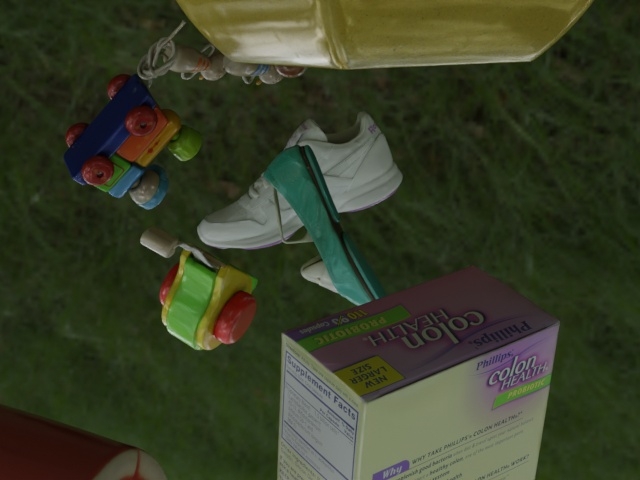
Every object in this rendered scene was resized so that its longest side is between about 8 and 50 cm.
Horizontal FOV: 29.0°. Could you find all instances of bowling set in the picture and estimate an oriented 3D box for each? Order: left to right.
[{"bbox_3d":[-0.072,-0.292,1.809,0.287,0.200,0.154,-46,157,23],"label":"bowling set"}]

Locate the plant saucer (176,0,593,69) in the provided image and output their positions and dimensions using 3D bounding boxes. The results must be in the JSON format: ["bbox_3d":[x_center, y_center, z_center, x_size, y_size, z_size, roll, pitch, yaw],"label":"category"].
[{"bbox_3d":[0.060,-0.224,1.284,0.332,0.081,0.333,-6,-168,-30],"label":"plant saucer"}]

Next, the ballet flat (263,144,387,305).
[{"bbox_3d":[0.000,0.000,1.586,0.087,0.247,0.083,-27,179,11],"label":"ballet flat"}]

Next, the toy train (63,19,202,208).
[{"bbox_3d":[-0.208,-0.157,1.625,0.248,0.105,0.143,-47,133,11],"label":"toy train"}]

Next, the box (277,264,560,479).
[{"bbox_3d":[0.080,0.175,1.083,0.213,0.243,0.117,-18,-144,-31],"label":"box"}]

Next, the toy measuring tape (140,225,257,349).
[{"bbox_3d":[-0.155,0.066,1.466,0.121,0.121,0.330,1,170,14],"label":"toy measuring tape"}]

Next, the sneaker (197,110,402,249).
[{"bbox_3d":[-0.043,-0.088,1.775,0.305,0.152,0.114,-23,-159,-6],"label":"sneaker"}]

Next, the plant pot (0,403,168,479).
[{"bbox_3d":[-0.261,0.251,0.970,0.243,0.275,0.275,2,161,18],"label":"plant pot"}]
